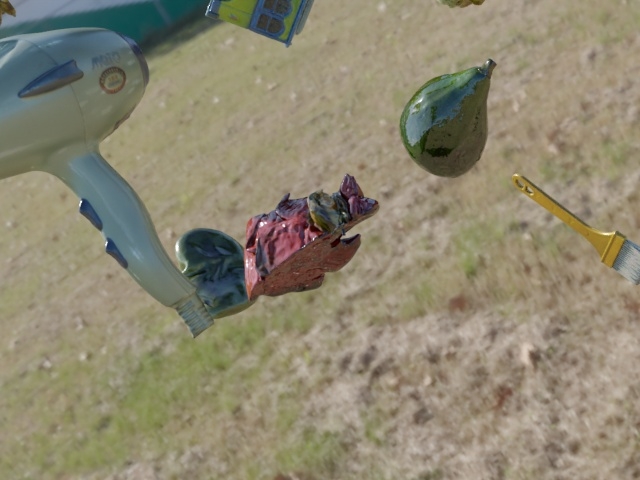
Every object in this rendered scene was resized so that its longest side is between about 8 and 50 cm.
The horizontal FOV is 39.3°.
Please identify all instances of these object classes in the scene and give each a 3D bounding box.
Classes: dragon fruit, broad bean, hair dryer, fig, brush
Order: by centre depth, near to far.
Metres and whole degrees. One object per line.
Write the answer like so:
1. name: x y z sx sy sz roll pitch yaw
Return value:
1. hair dryer: -0.249 -0.036 0.742 0.295 0.298 0.119 -12 -12 -38
2. dragon fruit: -0.007 0.009 1.031 0.192 0.122 0.092 -32 19 34
3. fig: 0.158 -0.156 1.088 0.117 0.117 0.177 -44 -14 -28
4. brush: 0.427 -0.029 1.492 0.272 0.103 0.013 40 71 21
5. broad bean: -0.179 0.064 1.549 0.153 0.072 0.207 -18 48 -17

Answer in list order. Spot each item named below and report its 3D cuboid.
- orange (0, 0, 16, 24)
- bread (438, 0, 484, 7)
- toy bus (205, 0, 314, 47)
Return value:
1. orange: -0.534 -0.338 1.291 0.169 0.112 0.160 -21 -7 -18
2. bread: 0.142 -0.400 1.051 0.129 0.268 0.152 -16 -15 -45
3. toy bus: -0.075 -0.522 1.571 0.152 0.190 0.312 -88 20 -61
